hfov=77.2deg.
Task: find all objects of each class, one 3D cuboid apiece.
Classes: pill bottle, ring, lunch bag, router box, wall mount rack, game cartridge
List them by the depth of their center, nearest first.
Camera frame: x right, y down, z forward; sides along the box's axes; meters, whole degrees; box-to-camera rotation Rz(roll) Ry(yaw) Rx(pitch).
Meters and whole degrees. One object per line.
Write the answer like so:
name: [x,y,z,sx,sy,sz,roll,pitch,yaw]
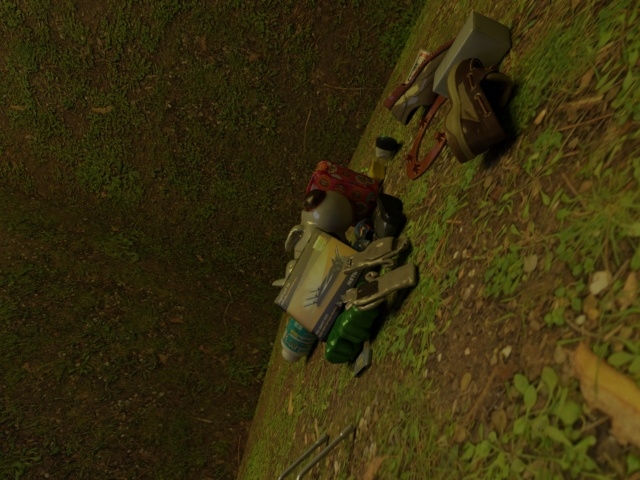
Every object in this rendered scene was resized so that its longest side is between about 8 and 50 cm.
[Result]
wall mount rack: [-0.037,0.588,0.931,0.350,0.131,0.304,121,165,-55]
game cartridge: [0.111,0.319,1.051,0.056,0.017,0.083,-69,6,-46]
ring: [0.349,-0.352,1.264,0.336,0.032,0.336,-158,90,-83]
router box: [0.014,0.144,1.338,0.081,0.243,0.308,24,-84,-55]
pill bottle: [0.380,-0.603,1.499,0.108,0.108,0.180,-83,16,-66]
lunch bag: [0.083,-0.182,1.723,0.120,0.293,0.258,-72,3,-47]
pill bottle: [-0.083,0.409,1.762,0.146,0.146,0.264,-83,15,-66]

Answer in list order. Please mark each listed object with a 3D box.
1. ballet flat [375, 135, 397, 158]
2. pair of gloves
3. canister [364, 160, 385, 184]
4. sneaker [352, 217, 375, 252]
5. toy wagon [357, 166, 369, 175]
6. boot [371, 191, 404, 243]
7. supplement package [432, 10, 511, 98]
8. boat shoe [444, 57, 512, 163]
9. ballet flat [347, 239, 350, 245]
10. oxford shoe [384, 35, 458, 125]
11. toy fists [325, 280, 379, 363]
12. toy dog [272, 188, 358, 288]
ballet flat: [0.285,-0.406,1.751,0.280,0.095,0.096,-54,-21,-73]
pair of gloves: [0.151,0.082,1.047,0.204,0.042,0.240,-29,27,19]
canister: [0.222,-0.256,1.797,0.126,0.073,0.169,-75,11,-46]
sneaker: [0.174,-0.013,1.437,0.087,0.083,0.221,-41,21,33]
toy wagon: [0.184,-0.242,2.075,0.344,0.068,0.267,-122,54,-82]
boot: [0.199,-0.051,1.301,0.246,0.084,0.161,-77,6,-63]
supplement package: [0.381,-0.459,1.022,0.179,0.105,0.105,120,171,-53]
boat shoe: [0.348,-0.303,0.855,0.123,0.123,0.341,-21,33,39]
ballet flat: [0.109,0.047,1.824,0.188,0.070,0.070,-79,12,-67]
oxford shoe: [0.381,-0.543,1.380,0.123,0.130,0.348,-31,-6,-43]
toy fists: [0.089,0.249,1.130,0.142,0.096,0.279,-56,-6,-50]
toy dog: [0.000,0.000,1.573,0.395,0.285,0.407,148,132,-69]
